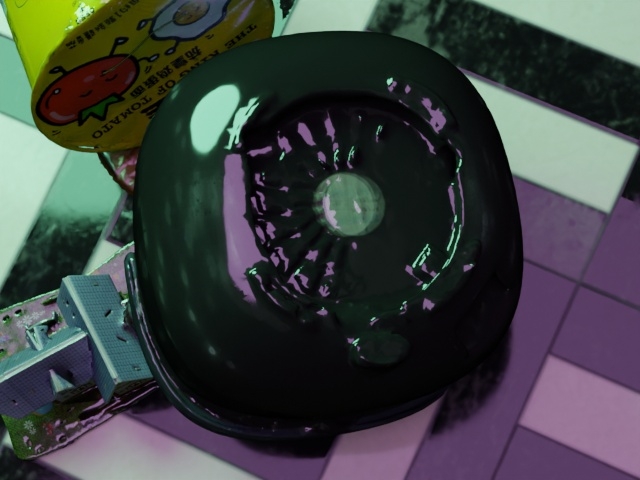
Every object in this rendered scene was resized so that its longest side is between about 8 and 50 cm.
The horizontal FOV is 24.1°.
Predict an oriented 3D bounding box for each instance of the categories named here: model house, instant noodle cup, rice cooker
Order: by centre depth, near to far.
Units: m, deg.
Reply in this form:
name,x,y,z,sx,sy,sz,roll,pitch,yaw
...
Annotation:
name,x,y,z,sx,sy,sz,roll,pitch,yaw
rice cooker,0.000,0.000,0.964,0.267,0.224,0.267,3,80,-14
instant noodle cup,-0.143,-0.173,1.044,0.182,0.182,0.144,-30,66,-1
model house,-0.176,0.072,1.058,0.167,0.088,0.117,-26,78,0

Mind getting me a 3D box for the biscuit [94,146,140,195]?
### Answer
name,x,y,z,sx,sy,sz,roll,pitch,yaw
biscuit,-0.112,-0.095,1.118,0.126,0.025,0.206,-26,75,0
